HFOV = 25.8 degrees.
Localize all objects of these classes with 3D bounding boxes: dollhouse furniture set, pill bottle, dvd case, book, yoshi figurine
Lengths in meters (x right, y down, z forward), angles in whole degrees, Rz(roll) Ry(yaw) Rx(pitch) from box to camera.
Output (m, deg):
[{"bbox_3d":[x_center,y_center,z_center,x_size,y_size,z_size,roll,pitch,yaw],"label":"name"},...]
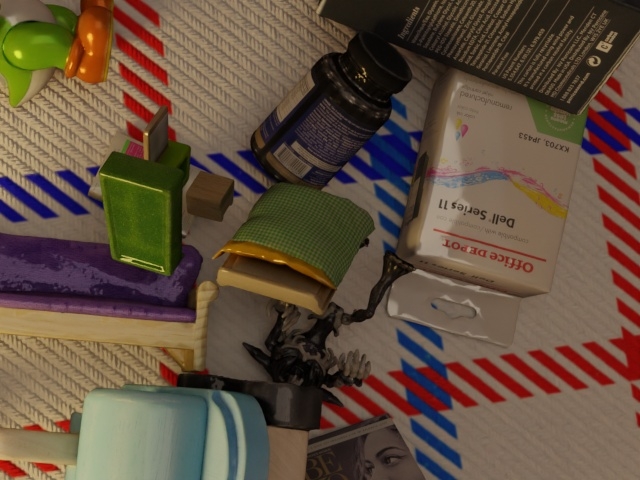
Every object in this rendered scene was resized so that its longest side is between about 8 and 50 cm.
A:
[{"bbox_3d":[-0.095,-0.052,1.748,0.301,0.151,0.197,16,45,13],"label":"dollhouse furniture set"},{"bbox_3d":[0.016,-0.171,1.858,0.123,0.123,0.219,43,116,-3],"label":"pill bottle"},{"bbox_3d":[0.063,0.338,1.836,0.164,0.018,0.221,-16,51,-18],"label":"dvd case"},{"bbox_3d":[-0.230,-0.076,1.894,0.144,0.035,0.096,25,75,-8],"label":"book"},{"bbox_3d":[-0.450,-0.311,1.810,0.362,0.203,0.203,3,66,-9],"label":"yoshi figurine"}]

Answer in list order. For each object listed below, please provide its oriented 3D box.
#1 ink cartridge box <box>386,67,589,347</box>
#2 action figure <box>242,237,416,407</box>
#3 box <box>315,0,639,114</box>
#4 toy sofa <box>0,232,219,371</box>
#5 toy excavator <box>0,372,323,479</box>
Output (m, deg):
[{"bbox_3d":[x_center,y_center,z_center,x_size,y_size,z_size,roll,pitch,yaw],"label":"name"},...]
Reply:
[{"bbox_3d":[0.231,-0.046,1.939,0.207,0.119,0.353,15,80,-10],"label":"ink cartridge box"},{"bbox_3d":[0.001,0.120,1.845,0.164,0.141,0.276,32,92,1],"label":"action figure"},{"bbox_3d":[0.230,-0.397,1.886,0.395,0.212,0.293,19,50,-9],"label":"box"},{"bbox_3d":[-0.320,0.072,1.795,0.362,0.150,0.177,6,83,-11],"label":"toy sofa"},{"bbox_3d":[-0.280,0.257,1.723,0.445,0.433,0.222,14,79,-38],"label":"toy excavator"}]
